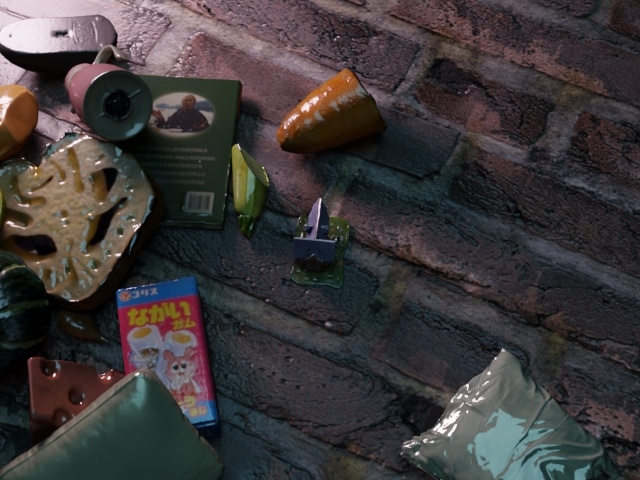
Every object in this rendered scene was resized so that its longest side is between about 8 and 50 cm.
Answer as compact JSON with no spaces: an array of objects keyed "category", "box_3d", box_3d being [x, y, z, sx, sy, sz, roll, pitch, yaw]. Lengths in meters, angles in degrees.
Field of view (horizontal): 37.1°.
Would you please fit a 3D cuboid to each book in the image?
[{"category":"book","box_3d":[-0.317,-0.197,2.071,0.260,0.043,0.371,4,63,2]}]

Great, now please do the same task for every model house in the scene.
[{"category":"model house","box_3d":[0.000,0.000,1.939,0.117,0.088,0.167,8,61,4]}]

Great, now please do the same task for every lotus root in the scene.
[{"category":"lotus root","box_3d":[-0.506,-0.036,1.923,0.390,0.111,0.375,-16,63,-1]}]

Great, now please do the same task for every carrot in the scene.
[{"category":"carrot","box_3d":[0.013,-0.254,2.056,0.225,0.159,0.159,-31,66,-5]}]

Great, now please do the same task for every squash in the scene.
[{"category":"squash","box_3d":[-0.629,0.140,1.778,0.252,0.165,0.252,2,98,16]},{"category":"squash","box_3d":[-0.145,-0.103,2.005,0.075,0.090,0.200,-8,67,8]}]

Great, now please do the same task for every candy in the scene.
[{"category":"candy","box_3d":[-0.287,0.229,1.805,0.157,0.100,0.306,-11,63,-5]}]

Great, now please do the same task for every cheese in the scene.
[{"category":"cheese","box_3d":[-0.437,0.294,1.729,0.177,0.203,0.128,-3,58,-19]}]

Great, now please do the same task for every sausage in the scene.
[{"category":"sausage","box_3d":[-0.676,-0.241,2.017,0.136,0.120,0.241,-18,31,19]}]

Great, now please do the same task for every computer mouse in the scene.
[{"category":"computer mouse","box_3d":[-0.596,-0.439,2.174,0.270,0.086,0.137,-7,56,-15]}]

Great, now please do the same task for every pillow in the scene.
[{"category":"pillow","box_3d":[0.336,0.391,1.705,0.283,0.138,0.310,-39,66,-10]},{"category":"pillow","box_3d":[-0.354,0.400,1.631,0.322,0.120,0.255,-35,103,-4]}]

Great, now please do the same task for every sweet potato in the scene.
[{"category":"sweet potato","box_3d":[-0.460,0.176,1.862,0.117,0.049,0.049,27,64,6]}]

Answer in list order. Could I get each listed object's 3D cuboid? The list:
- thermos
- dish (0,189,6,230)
[{"category":"thermos","box_3d":[-0.461,-0.324,2.032,0.176,0.146,0.265,-59,34,4]},{"category":"dish","box_3d":[-0.678,-0.057,1.858,0.149,0.080,0.207,-38,70,-4]}]
